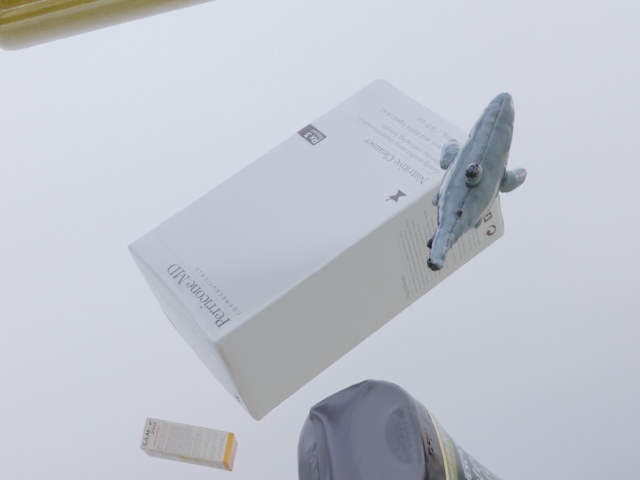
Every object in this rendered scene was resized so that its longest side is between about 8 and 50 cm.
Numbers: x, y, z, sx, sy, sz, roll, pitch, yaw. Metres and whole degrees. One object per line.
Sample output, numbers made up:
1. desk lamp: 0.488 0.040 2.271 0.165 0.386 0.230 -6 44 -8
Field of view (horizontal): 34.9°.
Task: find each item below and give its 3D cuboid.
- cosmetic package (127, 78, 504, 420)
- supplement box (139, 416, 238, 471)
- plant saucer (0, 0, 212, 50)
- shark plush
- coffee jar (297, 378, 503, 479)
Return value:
1. cosmetic package: 0.000 0.000 1.191 0.385 0.217 0.156 -36 -44 -18
2. supplement box: -0.144 0.225 1.123 0.098 0.036 0.062 10 -20 3
3. plant saucer: -0.252 -0.350 0.977 0.332 0.081 0.333 -10 -59 16
4. shark plush: 0.111 -0.046 0.809 0.161 0.073 0.067 -48 -15 -28
5. coffee jar: 0.062 0.156 0.569 0.079 0.096 0.184 -29 -48 20
